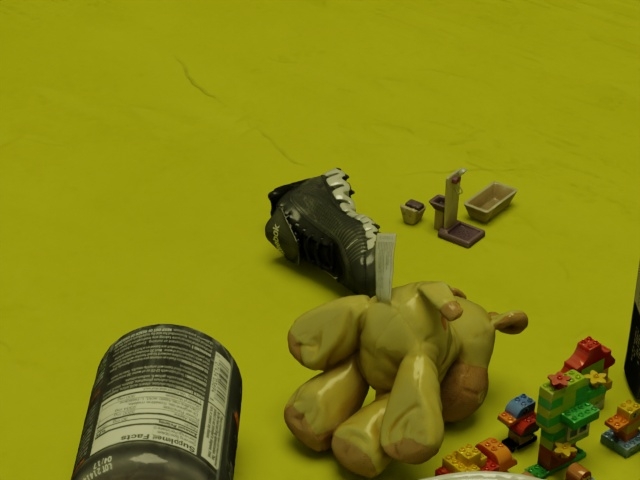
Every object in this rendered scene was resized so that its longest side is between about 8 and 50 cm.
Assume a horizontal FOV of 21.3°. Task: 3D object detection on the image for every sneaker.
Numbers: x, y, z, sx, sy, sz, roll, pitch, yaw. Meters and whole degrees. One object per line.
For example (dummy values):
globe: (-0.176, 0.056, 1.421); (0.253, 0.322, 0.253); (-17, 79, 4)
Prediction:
sneaker: (0.000, 0.000, 1.748); (0.106, 0.078, 0.234); (-9, 29, -10)

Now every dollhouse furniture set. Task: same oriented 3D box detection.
dollhouse furniture set: (0.156, -0.063, 1.844); (0.091, 0.081, 0.114); (22, 37, 31)

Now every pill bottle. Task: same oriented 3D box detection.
pill bottle: (-0.135, 0.186, 1.383); (0.130, 0.130, 0.245); (2, 32, 1)

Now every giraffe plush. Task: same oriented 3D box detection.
giraffe plush: (0.088, 0.103, 1.517); (0.181, 0.210, 0.170); (22, 8, 36)

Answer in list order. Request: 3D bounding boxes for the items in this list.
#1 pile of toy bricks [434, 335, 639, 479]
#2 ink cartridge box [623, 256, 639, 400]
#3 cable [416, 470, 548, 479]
pile of toy bricks: (0.206, 0.154, 1.466); (0.212, 0.105, 0.118); (-23, 39, -34)
ink cartridge box: (0.474, 0.058, 1.564); (0.371, 0.175, 0.069); (-2, 32, -6)
cable: (0.124, 0.278, 1.276); (0.257, 0.089, 0.257); (18, 36, 26)
